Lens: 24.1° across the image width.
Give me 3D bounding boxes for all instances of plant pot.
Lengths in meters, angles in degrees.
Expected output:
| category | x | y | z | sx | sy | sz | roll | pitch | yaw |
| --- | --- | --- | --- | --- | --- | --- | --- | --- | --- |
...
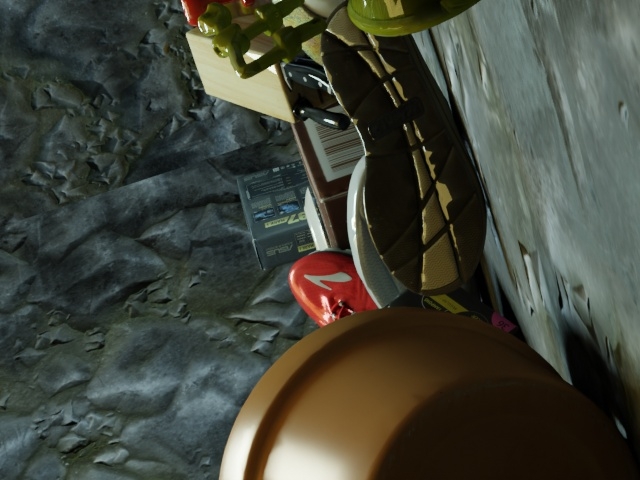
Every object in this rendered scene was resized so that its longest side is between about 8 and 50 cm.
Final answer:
| category | x | y | z | sx | sy | sz | roll | pitch | yaw |
| --- | --- | --- | --- | --- | --- | --- | --- | --- | --- |
| plant pot | 0.090 | 0.187 | 1.037 | 0.203 | 0.291 | 0.291 | 163 | 88 | -73 |

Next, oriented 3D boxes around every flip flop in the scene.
| category | x | y | z | sx | sy | sz | roll | pitch | yaw |
| --- | --- | --- | --- | --- | --- | --- | --- | --- | --- |
| flip flop | 0.080 | -0.088 | 1.347 | 0.080 | 0.112 | 0.277 | -5 | -107 | -64 |

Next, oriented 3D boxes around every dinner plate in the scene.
| category | x | y | z | sx | sy | sz | roll | pitch | yaw |
| --- | --- | --- | --- | --- | --- | --- | --- | --- | --- |
| dinner plate | 0.000 | 0.000 | 1.918 | 0.141 | 0.017 | 0.141 | 162 | 90 | -88 |

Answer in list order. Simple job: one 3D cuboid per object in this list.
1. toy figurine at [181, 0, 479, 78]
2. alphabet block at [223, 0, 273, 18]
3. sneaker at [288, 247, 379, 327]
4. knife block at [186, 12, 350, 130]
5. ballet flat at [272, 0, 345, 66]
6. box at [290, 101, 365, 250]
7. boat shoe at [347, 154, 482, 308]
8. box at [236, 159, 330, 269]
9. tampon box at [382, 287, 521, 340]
| category | x | y | z | sx | sy | sz | roll | pitch | yaw |
| --- | --- | --- | --- | --- | --- | --- | --- | --- | --- |
| toy figurine | -0.020 | -0.266 | 0.968 | 0.362 | 0.191 | 0.217 | -112 | 9 | -67 |
| alphabet block | -0.064 | -0.349 | 1.939 | 0.197 | 0.192 | 0.193 | -107 | -3 | -55 |
| sneaker | 0.058 | 0.105 | 1.713 | 0.279 | 0.107 | 0.118 | 42 | -157 | 26 |
| knife block | -0.041 | -0.193 | 1.743 | 0.242 | 0.276 | 0.088 | -70 | -33 | -59 |
| ballet flat | -0.009 | -0.325 | 1.489 | 0.123 | 0.123 | 0.348 | -110 | 3 | -72 |
| box | 0.080 | 0.002 | 1.923 | 0.381 | 0.143 | 0.191 | 75 | 177 | -45 |
| boat shoe | 0.103 | 0.044 | 1.568 | 0.119 | 0.121 | 0.335 | -120 | 9 | -66 |
| box | 0.007 | -0.055 | 2.128 | 0.183 | 0.233 | 0.059 | -111 | 5 | -58 |
| tampon box | 0.124 | 0.132 | 1.437 | 0.120 | 0.101 | 0.161 | 36 | 154 | 38 |
